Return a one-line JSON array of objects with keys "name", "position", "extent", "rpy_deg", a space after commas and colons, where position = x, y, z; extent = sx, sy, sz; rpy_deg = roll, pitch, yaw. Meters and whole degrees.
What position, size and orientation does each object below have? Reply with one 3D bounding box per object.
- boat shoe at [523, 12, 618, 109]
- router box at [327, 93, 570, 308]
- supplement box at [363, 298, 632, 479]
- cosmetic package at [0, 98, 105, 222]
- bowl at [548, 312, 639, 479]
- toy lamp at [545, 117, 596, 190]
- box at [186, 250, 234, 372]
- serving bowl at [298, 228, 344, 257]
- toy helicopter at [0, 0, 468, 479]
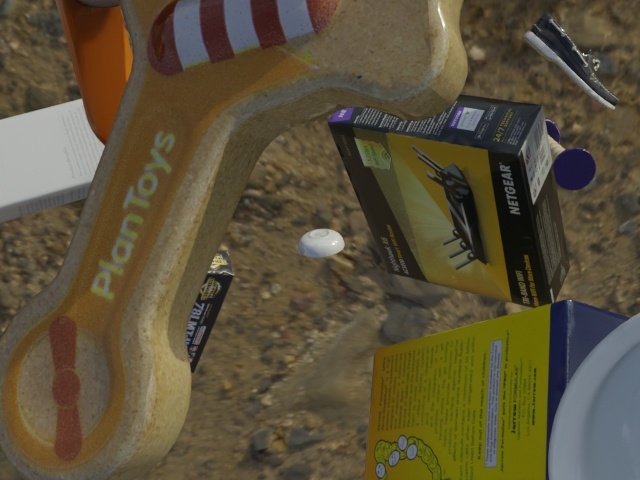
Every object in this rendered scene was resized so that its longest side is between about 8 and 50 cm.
[{"name": "boat shoe", "position": [0.273, -0.189, 1.049], "extent": [0.125, 0.046, 0.038], "rpy_deg": [43, 101, 4]}, {"name": "router box", "position": [0.168, -0.051, 1.228], "extent": [0.242, 0.309, 0.081], "rpy_deg": [13, 58, 30]}, {"name": "supplement box", "position": [0.228, 0.212, 1.142], "extent": [0.194, 0.356, 0.195], "rpy_deg": [17, 68, -26]}, {"name": "cosmetic package", "position": [-0.366, -0.104, 1.300], "extent": [0.231, 0.085, 0.117], "rpy_deg": [-17, 82, -14]}, {"name": "bowl", "position": [0.338, 0.172, 0.782], "extent": [0.297, 0.134, 0.298], "rpy_deg": [4, 99, 22]}, {"name": "toy lamp", "position": [0.395, -0.158, 1.698], "extent": [0.080, 0.275, 0.080], "rpy_deg": [-1, 108, -2]}, {"name": "box", "position": [-0.343, 0.133, 1.866], "extent": [0.293, 0.296, 0.073], "rpy_deg": [4, 44, -25]}, {"name": "serving bowl", "position": [0.000, 0.000, 1.741], "extent": [0.083, 0.083, 0.027], "rpy_deg": [-2, 117, 10]}, {"name": "toy helicopter", "position": [-0.058, -0.075, 0.404], "extent": [0.234, 0.140, 0.355], "rpy_deg": [21, 89, 25]}]
